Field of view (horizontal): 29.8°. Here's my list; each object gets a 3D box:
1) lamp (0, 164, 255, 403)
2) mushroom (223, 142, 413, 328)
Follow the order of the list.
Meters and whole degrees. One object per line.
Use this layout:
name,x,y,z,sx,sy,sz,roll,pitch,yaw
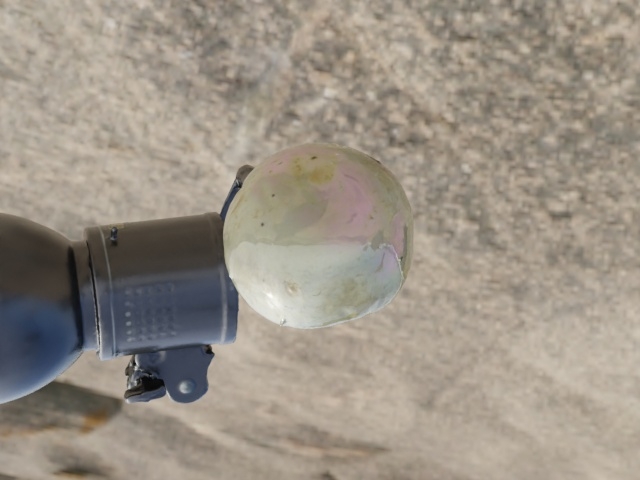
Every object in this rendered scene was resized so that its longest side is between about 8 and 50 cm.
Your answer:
lamp,-0.147,0.044,0.868,0.227,0.172,0.147,-5,-159,-14
mushroom,0.000,0.000,0.513,0.083,0.083,0.067,1,147,19
